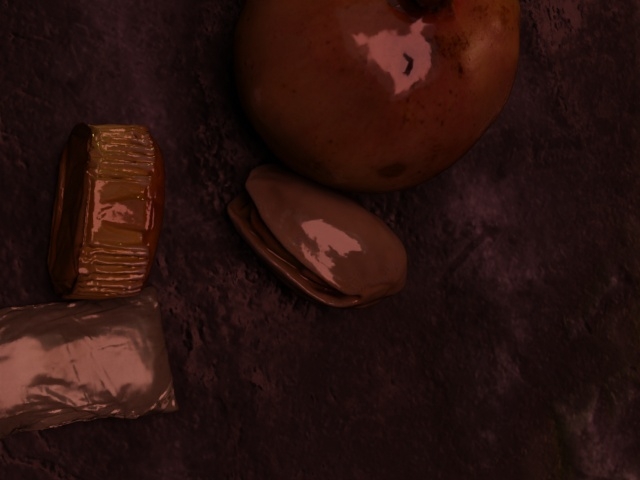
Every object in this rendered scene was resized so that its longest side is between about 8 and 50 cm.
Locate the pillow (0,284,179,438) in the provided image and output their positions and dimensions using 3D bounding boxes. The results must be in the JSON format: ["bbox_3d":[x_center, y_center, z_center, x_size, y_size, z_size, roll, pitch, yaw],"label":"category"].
[{"bbox_3d":[-0.275,0.135,1.586,0.230,0.050,0.148,-7,81,-23],"label":"pillow"}]

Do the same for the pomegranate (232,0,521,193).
[{"bbox_3d":[0.070,-0.220,1.597,0.338,0.338,0.338,1,86,-22],"label":"pomegranate"}]

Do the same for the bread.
[{"bbox_3d":[-0.225,-0.031,1.570,0.114,0.132,0.190,3,88,-23],"label":"bread"}]

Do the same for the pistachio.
[{"bbox_3d":[0.000,0.000,1.665,0.223,0.126,0.152,28,43,-13],"label":"pistachio"}]
